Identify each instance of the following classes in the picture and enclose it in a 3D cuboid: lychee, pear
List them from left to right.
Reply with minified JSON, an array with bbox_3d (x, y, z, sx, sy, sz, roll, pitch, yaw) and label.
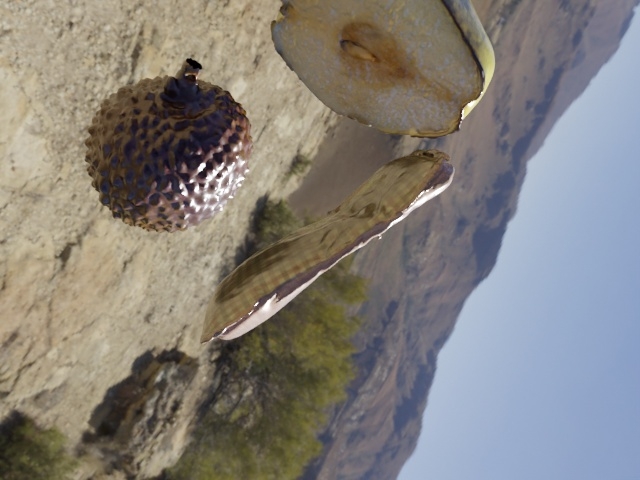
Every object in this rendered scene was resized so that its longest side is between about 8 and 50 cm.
[{"bbox_3d":[-0.182,-0.115,0.719,0.200,0.200,0.238,-47,163,-50],"label":"lychee"},{"bbox_3d":[0.125,-0.369,1.019,0.191,0.387,0.340,-59,179,-30],"label":"pear"}]

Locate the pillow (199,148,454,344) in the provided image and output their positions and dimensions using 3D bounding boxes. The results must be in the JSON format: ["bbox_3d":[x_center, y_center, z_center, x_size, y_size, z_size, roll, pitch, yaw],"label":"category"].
[{"bbox_3d":[0.000,-0.001,0.430,0.211,0.034,0.135,-36,-171,-1],"label":"pillow"}]
